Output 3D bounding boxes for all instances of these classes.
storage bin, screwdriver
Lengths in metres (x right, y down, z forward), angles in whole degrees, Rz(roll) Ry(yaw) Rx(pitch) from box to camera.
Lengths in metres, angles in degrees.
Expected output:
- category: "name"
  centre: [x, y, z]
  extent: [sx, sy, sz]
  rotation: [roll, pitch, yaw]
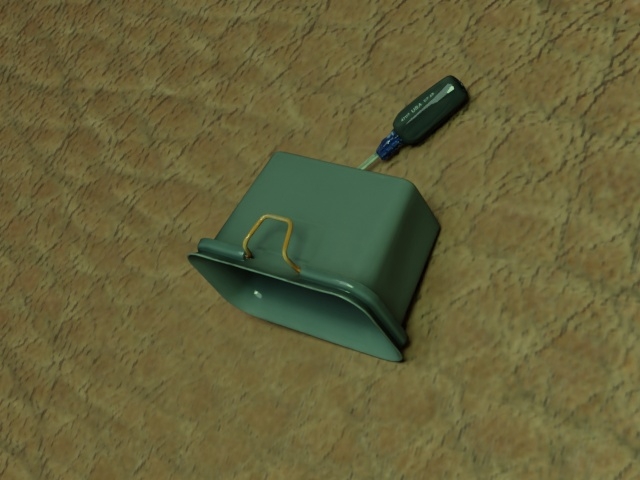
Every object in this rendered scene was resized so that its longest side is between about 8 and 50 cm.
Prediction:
- category: "storage bin"
  centre: [0.000, 0.000, 0.776]
  extent: [0.135, 0.098, 0.091]
  rotation: [14, 67, 34]
- category: "screwdriver"
  centre: [0.029, -0.045, 0.831]
  extent: [0.170, 0.024, 0.025]
  rotation: [-45, 76, 20]
